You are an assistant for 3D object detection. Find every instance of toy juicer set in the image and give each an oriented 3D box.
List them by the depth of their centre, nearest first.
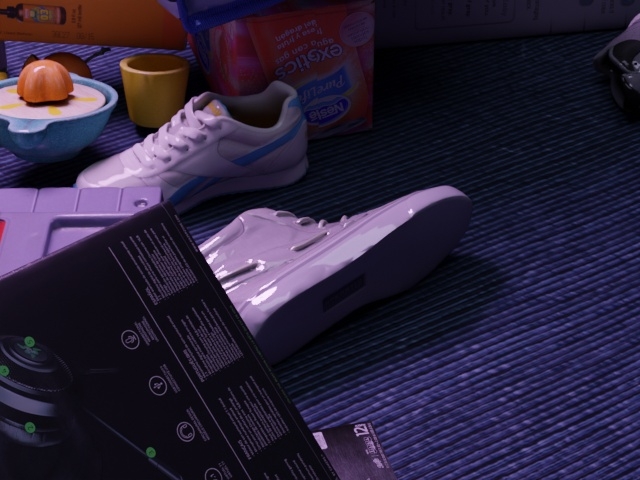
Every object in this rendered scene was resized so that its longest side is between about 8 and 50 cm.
[{"bbox_3d":[-0.288,-0.131,1.455,0.209,0.089,0.329,15,27,26],"label":"toy juicer set"}]

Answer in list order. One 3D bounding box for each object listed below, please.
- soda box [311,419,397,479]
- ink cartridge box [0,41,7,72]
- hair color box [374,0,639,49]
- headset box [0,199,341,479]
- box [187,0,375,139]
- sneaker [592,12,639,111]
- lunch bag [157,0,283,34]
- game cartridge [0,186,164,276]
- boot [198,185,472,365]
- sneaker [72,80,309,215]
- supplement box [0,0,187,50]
[{"bbox_3d":[0.033,0.201,1.060,0.053,0.060,0.169,-8,36,-12],"label":"soda box"},{"bbox_3d":[-0.458,-0.212,1.615,0.212,0.093,0.154,22,41,25],"label":"ink cartridge box"},{"bbox_3d":[0.217,-0.327,1.680,0.374,0.185,0.113,-6,35,-7],"label":"hair color box"},{"bbox_3d":[-0.157,0.147,0.947,0.283,0.131,0.246,-30,86,-45],"label":"headset box"},{"bbox_3d":[-0.055,-0.238,1.594,0.142,0.154,0.300,-11,38,-13],"label":"box"},{"bbox_3d":[0.368,-0.156,1.540,0.132,0.086,0.228,-32,36,-29],"label":"sneaker"},{"bbox_3d":[-0.042,-0.387,1.474,0.385,0.239,0.328,-26,41,-20],"label":"lunch bag"},{"bbox_3d":[-0.246,0.059,1.226,0.230,0.068,0.355,3,31,-4],"label":"game cartridge"},{"bbox_3d":[0.000,0.000,1.306,0.258,0.095,0.123,-28,51,-31],"label":"boot"},{"bbox_3d":[-0.121,-0.084,1.431,0.228,0.092,0.087,-18,41,-20],"label":"sneaker"},{"bbox_3d":[-0.247,-0.244,1.543,0.233,0.078,0.080,1,49,-10],"label":"supplement box"}]
